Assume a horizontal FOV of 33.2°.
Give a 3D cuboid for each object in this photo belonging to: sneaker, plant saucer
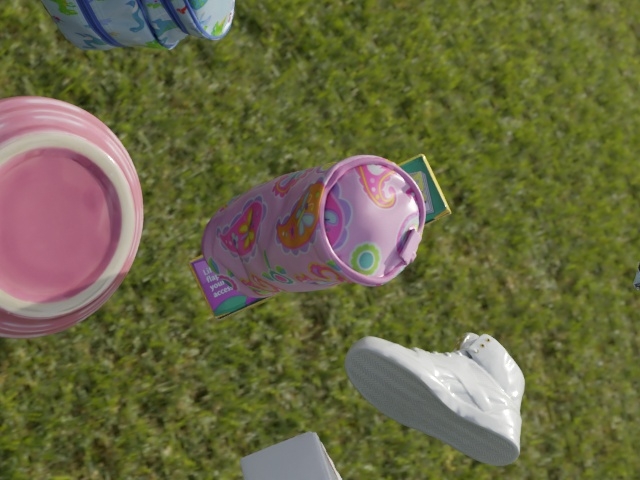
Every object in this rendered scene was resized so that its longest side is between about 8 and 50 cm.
[{"bbox_3d":[0.173,0.191,1.573,0.292,0.108,0.169,33,44,-13],"label":"sneaker"},{"bbox_3d":[-0.379,-0.025,1.440,0.332,0.084,0.332,-8,104,-35],"label":"plant saucer"}]

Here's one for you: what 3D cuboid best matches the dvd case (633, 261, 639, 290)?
[{"bbox_3d":[0.397,0.006,1.149,0.013,0.119,0.087,45,51,-21],"label":"dvd case"}]

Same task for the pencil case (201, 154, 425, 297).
[{"bbox_3d":[-0.013,-0.006,1.048,0.124,0.284,0.124,4,82,-27],"label":"pencil case"}]

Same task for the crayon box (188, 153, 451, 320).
[{"bbox_3d":[0.000,0.000,1.635,0.313,0.363,0.106,111,-46,-90],"label":"crayon box"}]

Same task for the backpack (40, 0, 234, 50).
[{"bbox_3d":[-0.211,-0.342,1.122,0.273,0.355,0.290,2,66,-10],"label":"backpack"}]

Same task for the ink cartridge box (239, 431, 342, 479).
[{"bbox_3d":[0.000,0.328,1.097,0.154,0.093,0.212,68,3,-47],"label":"ink cartridge box"}]
